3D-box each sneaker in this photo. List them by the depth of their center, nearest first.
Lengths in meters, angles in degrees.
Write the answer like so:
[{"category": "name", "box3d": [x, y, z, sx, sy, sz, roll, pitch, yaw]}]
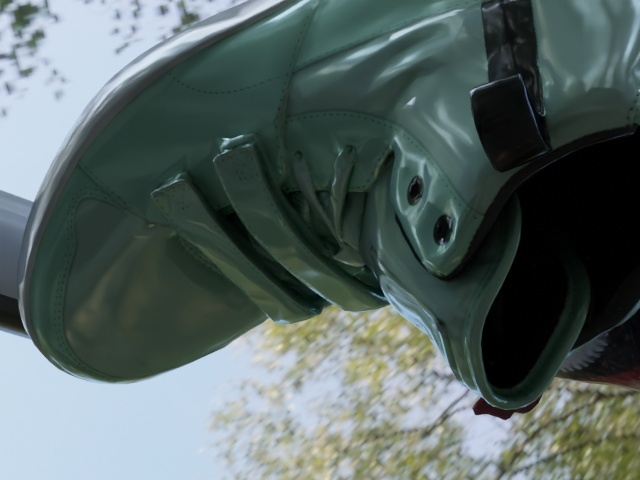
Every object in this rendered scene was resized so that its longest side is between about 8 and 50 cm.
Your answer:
[{"category": "sneaker", "box3d": [0.000, 0.000, 0.506, 0.256, 0.151, 0.094, -37, -54, 26]}]

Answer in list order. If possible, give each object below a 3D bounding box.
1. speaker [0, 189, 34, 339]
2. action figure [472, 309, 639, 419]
[{"category": "speaker", "box3d": [-0.127, 0.008, 0.697, 0.055, 0.136, 0.055, -23, -123, 41]}, {"category": "action figure", "box3d": [0.226, -0.002, 0.715, 0.370, 0.275, 0.248, -17, -107, 34]}]
